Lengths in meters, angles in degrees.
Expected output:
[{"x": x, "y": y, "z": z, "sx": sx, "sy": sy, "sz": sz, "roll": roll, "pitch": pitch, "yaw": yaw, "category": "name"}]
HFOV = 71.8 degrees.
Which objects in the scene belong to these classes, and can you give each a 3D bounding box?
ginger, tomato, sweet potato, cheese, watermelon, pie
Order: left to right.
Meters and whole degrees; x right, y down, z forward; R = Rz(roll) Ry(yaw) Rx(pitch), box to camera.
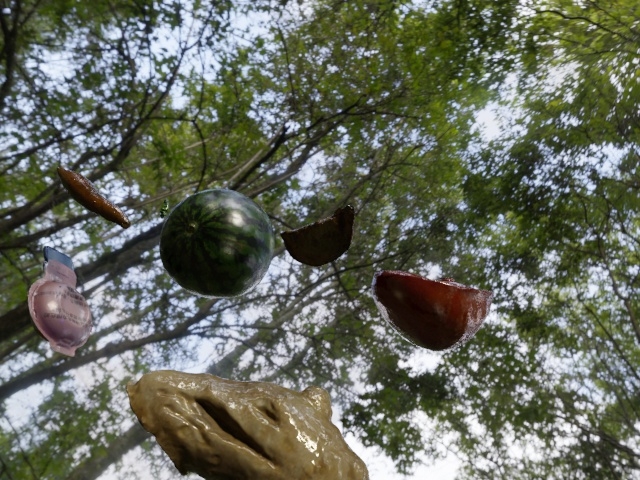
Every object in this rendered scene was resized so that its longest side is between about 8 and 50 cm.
[{"x": -0.611, "y": 0.138, "z": 1.041, "sx": 0.285, "sy": 0.074, "sz": 0.189, "roll": 66, "pitch": 3, "yaw": 30, "category": "cheese"}, {"x": -0.527, "y": -0.099, "z": 1.006, "sx": 0.265, "sy": 0.057, "sz": 0.057, "roll": 36, "pitch": -50, "yaw": 22, "category": "sweet potato"}, {"x": -0.256, "y": 0.011, "z": 1.120, "sx": 0.285, "sy": 0.285, "sz": 0.284, "roll": 17, "pitch": -58, "yaw": 30, "category": "watermelon"}, {"x": -0.097, "y": 0.261, "z": 0.580, "sx": 0.354, "sy": 0.189, "sz": 0.126, "roll": 19, "pitch": -23, "yaw": 3, "category": "ginger"}, {"x": 0.000, "y": 0.002, "z": 0.810, "sx": 0.191, "sy": 0.033, "sz": 0.088, "roll": -21, "pitch": -83, "yaw": 42, "category": "pie"}, {"x": 0.207, "y": 0.136, "z": 0.836, "sx": 0.200, "sy": 0.233, "sz": 0.139, "roll": 2, "pitch": -97, "yaw": 55, "category": "tomato"}]

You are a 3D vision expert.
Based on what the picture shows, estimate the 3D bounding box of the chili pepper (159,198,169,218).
[{"x": -0.459, "y": -0.094, "z": 1.305, "sx": 0.027, "sy": 0.083, "sz": 0.022, "roll": -13, "pitch": -49, "yaw": 4, "category": "chili pepper"}]
